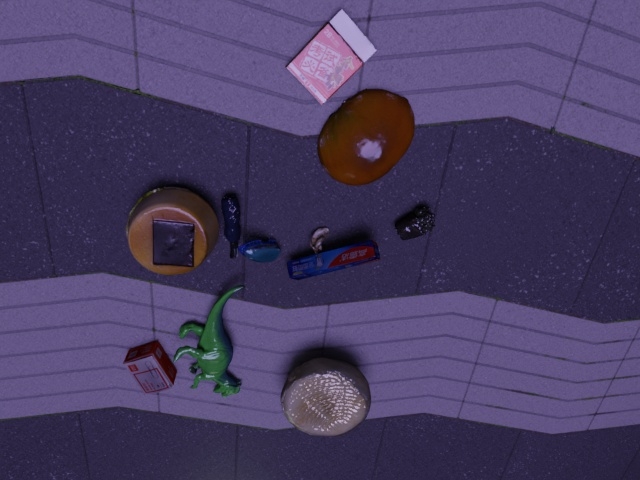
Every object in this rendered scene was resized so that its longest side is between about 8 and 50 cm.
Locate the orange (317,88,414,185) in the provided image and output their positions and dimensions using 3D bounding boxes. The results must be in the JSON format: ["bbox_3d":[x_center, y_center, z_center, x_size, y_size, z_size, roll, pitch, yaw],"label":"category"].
[{"bbox_3d":[0.140,-0.312,1.518,0.310,0.274,0.274,-21,123,42],"label":"orange"}]

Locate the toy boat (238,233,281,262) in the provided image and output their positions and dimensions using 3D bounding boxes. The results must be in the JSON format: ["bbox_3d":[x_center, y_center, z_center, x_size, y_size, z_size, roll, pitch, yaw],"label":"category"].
[{"bbox_3d":[-0.228,0.020,1.662,0.174,0.110,0.091,2,130,-55],"label":"toy boat"}]

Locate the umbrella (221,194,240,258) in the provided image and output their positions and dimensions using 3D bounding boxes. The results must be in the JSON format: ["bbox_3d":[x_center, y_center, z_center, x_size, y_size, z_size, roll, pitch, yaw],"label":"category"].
[{"bbox_3d":[-0.297,-0.043,1.641,0.070,0.071,0.249,-4,122,-3],"label":"umbrella"}]

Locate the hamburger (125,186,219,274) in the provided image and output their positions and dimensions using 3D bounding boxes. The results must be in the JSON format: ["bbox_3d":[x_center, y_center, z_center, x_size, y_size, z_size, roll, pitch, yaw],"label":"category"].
[{"bbox_3d":[-0.481,-0.035,1.560,0.299,0.176,0.301,-2,116,-4],"label":"hamburger"}]

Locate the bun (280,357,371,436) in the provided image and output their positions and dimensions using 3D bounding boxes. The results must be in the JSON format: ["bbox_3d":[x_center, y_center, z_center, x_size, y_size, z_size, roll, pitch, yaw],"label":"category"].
[{"bbox_3d":[0.022,0.603,1.925,0.363,0.202,0.365,1,117,3],"label":"bun"}]

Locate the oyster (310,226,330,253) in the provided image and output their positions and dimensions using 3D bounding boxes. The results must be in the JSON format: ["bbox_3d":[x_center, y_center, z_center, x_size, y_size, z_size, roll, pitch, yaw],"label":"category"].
[{"bbox_3d":[0.000,0.000,1.691,0.083,0.038,0.081,-22,81,-12],"label":"oyster"}]

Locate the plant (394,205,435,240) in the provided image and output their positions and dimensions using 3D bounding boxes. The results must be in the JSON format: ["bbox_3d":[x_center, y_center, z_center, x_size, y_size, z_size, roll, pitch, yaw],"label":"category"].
[{"bbox_3d":[0.332,-0.058,1.666,0.143,0.094,0.092,-30,105,16],"label":"plant"}]

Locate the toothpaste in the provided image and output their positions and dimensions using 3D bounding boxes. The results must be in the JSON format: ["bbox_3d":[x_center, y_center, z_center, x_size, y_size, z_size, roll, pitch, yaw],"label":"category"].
[{"bbox_3d":[0.044,0.071,1.670,0.320,0.076,0.066,-16,75,17],"label":"toothpaste"}]

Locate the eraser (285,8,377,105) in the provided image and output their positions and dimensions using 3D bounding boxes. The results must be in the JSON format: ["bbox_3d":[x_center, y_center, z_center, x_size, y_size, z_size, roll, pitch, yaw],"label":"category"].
[{"bbox_3d":[0.031,-0.537,1.416,0.230,0.038,0.157,-42,113,16],"label":"eraser"}]

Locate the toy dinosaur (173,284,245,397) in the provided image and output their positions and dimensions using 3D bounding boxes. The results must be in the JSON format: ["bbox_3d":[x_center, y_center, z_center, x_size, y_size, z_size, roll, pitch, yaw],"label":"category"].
[{"bbox_3d":[-0.343,0.416,1.834,0.499,0.144,0.374,-39,119,20],"label":"toy dinosaur"}]

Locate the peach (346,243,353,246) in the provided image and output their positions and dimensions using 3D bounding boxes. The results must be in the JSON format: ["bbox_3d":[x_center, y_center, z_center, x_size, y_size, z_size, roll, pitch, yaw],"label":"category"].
[{"bbox_3d":[0.114,0.056,1.732,0.050,0.078,0.083,-25,160,4],"label":"peach"}]

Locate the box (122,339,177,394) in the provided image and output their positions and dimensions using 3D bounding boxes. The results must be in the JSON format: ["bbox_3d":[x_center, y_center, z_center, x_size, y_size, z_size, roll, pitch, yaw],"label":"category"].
[{"bbox_3d":[-0.661,0.500,1.870,0.133,0.099,0.182,-16,117,5],"label":"box"}]
